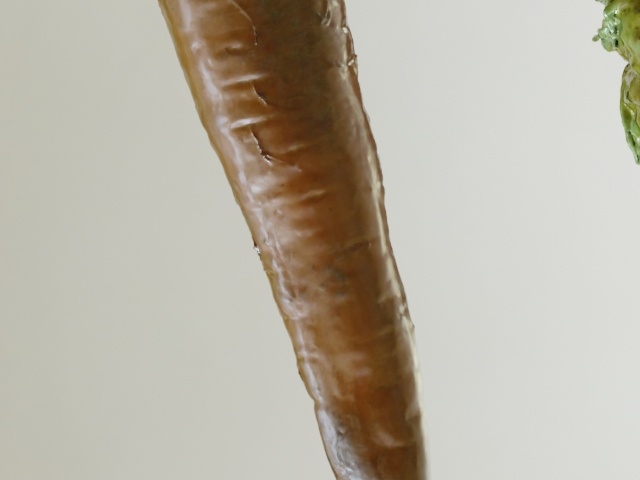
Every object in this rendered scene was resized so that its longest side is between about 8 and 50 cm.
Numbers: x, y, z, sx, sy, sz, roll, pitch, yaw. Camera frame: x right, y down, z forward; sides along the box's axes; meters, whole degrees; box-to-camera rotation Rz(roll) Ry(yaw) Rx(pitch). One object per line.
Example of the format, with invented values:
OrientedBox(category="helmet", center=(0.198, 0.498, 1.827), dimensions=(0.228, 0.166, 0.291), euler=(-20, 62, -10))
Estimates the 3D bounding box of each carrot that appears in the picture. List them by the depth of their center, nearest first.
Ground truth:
OrientedBox(category="carrot", center=(0.000, 0.000, 0.614), dimensions=(0.061, 0.061, 0.210), euler=(-12, -80, 21))

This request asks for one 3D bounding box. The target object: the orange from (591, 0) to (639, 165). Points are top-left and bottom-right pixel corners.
OrientedBox(category="orange", center=(0.293, -0.110, 1.046), dimensions=(0.301, 0.223, 0.300), euler=(47, -46, 8))
